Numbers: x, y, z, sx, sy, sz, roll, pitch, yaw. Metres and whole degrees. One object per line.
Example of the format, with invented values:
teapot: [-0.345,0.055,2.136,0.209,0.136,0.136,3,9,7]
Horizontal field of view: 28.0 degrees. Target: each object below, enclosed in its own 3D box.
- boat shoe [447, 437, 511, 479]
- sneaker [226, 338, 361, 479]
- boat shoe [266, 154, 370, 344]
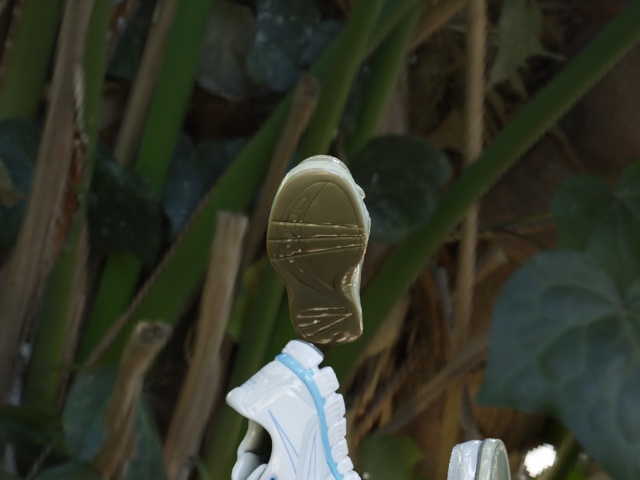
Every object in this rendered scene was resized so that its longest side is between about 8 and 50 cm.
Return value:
boat shoe: [0.114,0.331,1.192,0.103,0.302,0.113,5,-4,25]
sneaker: [-0.018,0.166,0.877,0.083,0.191,0.071,-27,21,-25]
boat shoe: [0.002,0.000,0.723,0.056,0.153,0.048,-2,52,7]
